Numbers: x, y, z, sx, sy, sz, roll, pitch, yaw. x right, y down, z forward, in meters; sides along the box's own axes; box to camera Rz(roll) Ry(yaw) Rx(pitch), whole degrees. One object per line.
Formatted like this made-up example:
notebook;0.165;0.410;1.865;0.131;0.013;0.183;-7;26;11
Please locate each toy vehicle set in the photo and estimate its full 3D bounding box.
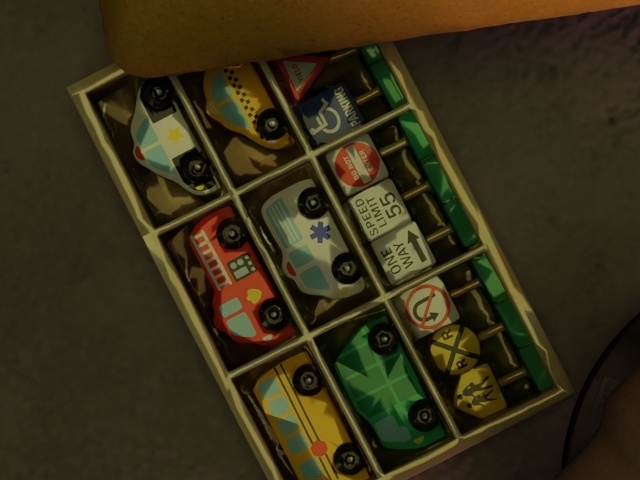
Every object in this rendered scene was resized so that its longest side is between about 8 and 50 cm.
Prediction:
toy vehicle set;0.000;0.000;0.751;0.166;0.035;0.267;-28;88;-1

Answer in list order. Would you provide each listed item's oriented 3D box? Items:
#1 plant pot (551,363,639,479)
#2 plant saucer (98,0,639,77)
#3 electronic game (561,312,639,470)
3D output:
plant pot;0.133;0.239;0.561;0.305;0.334;0.334;-38;88;5
plant saucer;0.031;-0.260;0.639;0.332;0.081;0.333;-8;95;7
electronic game;0.238;0.127;0.737;0.229;0.048;0.229;0;89;-8
